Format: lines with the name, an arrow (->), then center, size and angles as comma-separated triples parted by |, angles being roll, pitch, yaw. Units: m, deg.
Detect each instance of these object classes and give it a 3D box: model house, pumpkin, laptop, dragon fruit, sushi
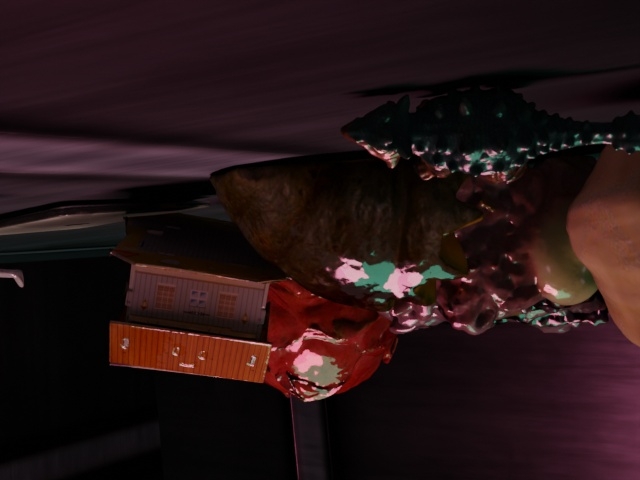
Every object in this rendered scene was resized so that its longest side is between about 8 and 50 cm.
model house -> -0.101, 0.066, 0.957 | 0.219, 0.136, 0.207 | 9, -167, -7
pumpkin -> 0.000, 0.000, 0.795 | 0.149, 0.131, 0.254 | -5, 180, -42
laptop -> -0.273, -0.024, 1.083 | 0.187, 0.015, 0.269 | -5, 179, -45
dragon fruit -> -0.009, 0.064, 1.155 | 0.240, 0.252, 0.241 | -13, -138, 12
sushi -> 0.171, 0.006, 0.910 | 0.270, 0.171, 0.236 | 1, 176, -34

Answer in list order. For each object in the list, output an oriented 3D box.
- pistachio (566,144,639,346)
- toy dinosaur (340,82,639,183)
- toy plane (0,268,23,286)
pistachio -> 0.241, -0.014, 0.523 | 0.157, 0.157, 0.229 | -5, 172, -30
toy dinosaur -> 0.087, -0.054, 0.480 | 0.154, 0.049, 0.055 | -1, 176, 1
toy plane -> -0.374, 0.020, 0.763 | 0.251, 0.101, 0.255 | -5, 175, -9
